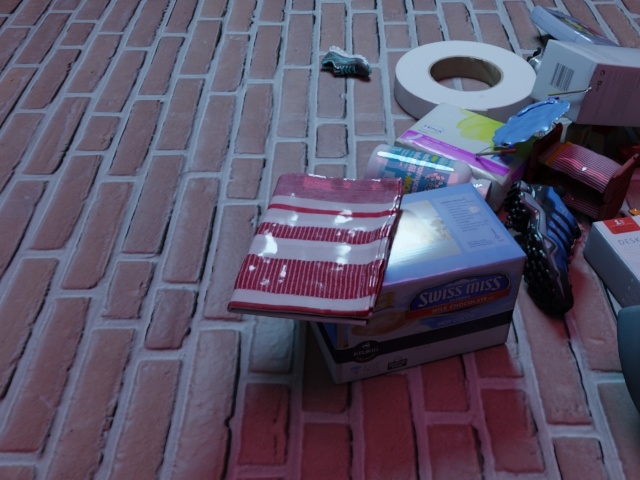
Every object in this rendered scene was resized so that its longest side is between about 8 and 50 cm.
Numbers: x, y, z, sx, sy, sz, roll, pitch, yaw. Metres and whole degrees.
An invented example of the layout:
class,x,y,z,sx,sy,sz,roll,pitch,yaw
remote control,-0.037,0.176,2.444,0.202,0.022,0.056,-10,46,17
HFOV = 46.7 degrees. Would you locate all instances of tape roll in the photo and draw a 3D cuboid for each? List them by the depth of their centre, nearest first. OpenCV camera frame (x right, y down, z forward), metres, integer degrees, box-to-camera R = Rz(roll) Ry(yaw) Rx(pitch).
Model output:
class,x,y,z,sx,sy,sz,roll,pitch,yaw
tape roll,0.397,-0.434,2.046,0.392,0.072,0.392,0,42,0

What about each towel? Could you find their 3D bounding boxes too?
class,x,y,z,sx,sy,sz,roll,pitch,yaw
towel,0.000,0.000,1.235,0.237,0.037,0.329,3,44,15

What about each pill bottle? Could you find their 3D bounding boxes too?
class,x,y,z,sx,sy,sz,roll,pitch,yaw
pill bottle,0.235,-0.116,1.625,0.264,0.146,0.146,15,43,16

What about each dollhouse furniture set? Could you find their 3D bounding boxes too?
class,x,y,z,sx,sy,sz,roll,pitch,yaw
dollhouse furniture set,0.655,-0.206,1.721,0.201,0.152,0.374,30,49,30

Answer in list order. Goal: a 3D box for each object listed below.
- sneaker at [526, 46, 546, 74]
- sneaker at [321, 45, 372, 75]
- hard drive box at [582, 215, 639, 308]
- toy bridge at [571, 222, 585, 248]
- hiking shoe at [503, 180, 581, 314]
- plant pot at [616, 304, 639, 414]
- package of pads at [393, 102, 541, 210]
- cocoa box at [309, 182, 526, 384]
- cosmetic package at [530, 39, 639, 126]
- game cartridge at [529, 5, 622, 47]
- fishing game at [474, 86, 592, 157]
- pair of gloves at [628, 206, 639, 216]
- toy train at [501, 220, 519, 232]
class,x,y,z,sx,sy,sz,roll,pitch,yaw
sneaker,0.665,-0.541,2.173,0.170,0.063,0.075,-35,58,-27
sneaker,0.072,-0.502,2.146,0.166,0.065,0.076,27,64,32
hard drive box,0.665,0.057,1.470,0.181,0.089,0.232,-9,42,-11
toy bridge,0.498,0.011,1.569,0.188,0.026,0.063,-25,49,-26
hiking shoe,0.470,0.004,1.480,0.132,0.113,0.304,-2,60,-9
plant pot,0.611,0.230,1.166,0.290,0.290,0.195,10,77,11
package of pads,0.351,-0.210,1.766,0.296,0.101,0.229,27,48,27
cocoa box,0.155,0.070,1.349,0.347,0.228,0.231,-11,42,-12
cosmetic package,0.727,-0.376,1.790,0.365,0.155,0.197,1,29,-22
game cartridge,0.766,-0.614,2.215,0.196,0.060,0.294,1,37,-30
fishing game,0.471,-0.256,1.656,0.264,0.041,0.189,-40,19,-20
pair of gloves,0.744,-0.059,1.661,0.083,0.010,0.074,-17,44,-20
toy train,0.442,-0.034,1.603,0.158,0.027,0.036,-5,15,12
